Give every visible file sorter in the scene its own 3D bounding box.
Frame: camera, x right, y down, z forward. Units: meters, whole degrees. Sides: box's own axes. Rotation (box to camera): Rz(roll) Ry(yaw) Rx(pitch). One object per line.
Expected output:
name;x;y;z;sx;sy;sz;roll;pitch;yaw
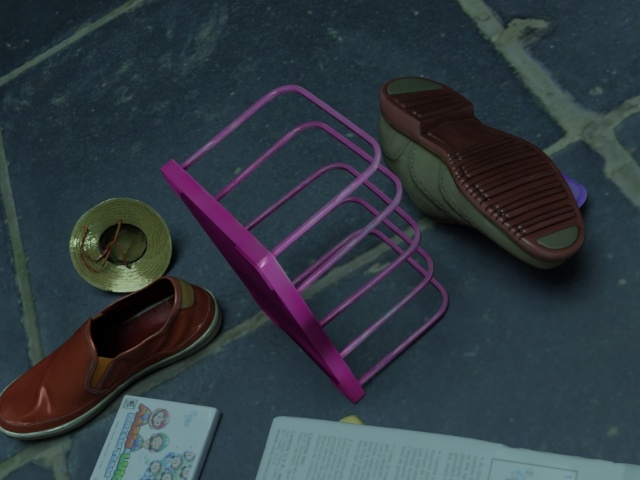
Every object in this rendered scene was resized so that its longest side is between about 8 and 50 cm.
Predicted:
file sorter;0.000;0.000;1.053;0.182;0.291;0.202;-40;49;-9

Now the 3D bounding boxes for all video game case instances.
video game case;-0.208;0.269;1.137;0.143;0.019;0.157;3;58;27

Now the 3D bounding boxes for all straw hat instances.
straw hat;-0.278;0.003;1.332;0.144;0.144;0.061;-29;7;5

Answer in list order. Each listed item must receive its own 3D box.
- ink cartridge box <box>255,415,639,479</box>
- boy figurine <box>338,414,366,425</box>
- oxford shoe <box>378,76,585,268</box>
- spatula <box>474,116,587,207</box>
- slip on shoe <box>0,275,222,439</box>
ink cartridge box;0.082;0.316;0.756;0.385;0.091;0.308;-1;62;39
boy figurine;0.010;0.319;0.947;0.177;0.092;0.285;-10;53;21
oxford shoe;0.185;-0.064;1.128;0.123;0.130;0.348;-14;44;-23
spatula;0.227;-0.110;1.189;0.084;0.030;0.296;-35;48;-1
slip on shoe;-0.289;0.146;1.213;0.331;0.101;0.123;-30;51;6
